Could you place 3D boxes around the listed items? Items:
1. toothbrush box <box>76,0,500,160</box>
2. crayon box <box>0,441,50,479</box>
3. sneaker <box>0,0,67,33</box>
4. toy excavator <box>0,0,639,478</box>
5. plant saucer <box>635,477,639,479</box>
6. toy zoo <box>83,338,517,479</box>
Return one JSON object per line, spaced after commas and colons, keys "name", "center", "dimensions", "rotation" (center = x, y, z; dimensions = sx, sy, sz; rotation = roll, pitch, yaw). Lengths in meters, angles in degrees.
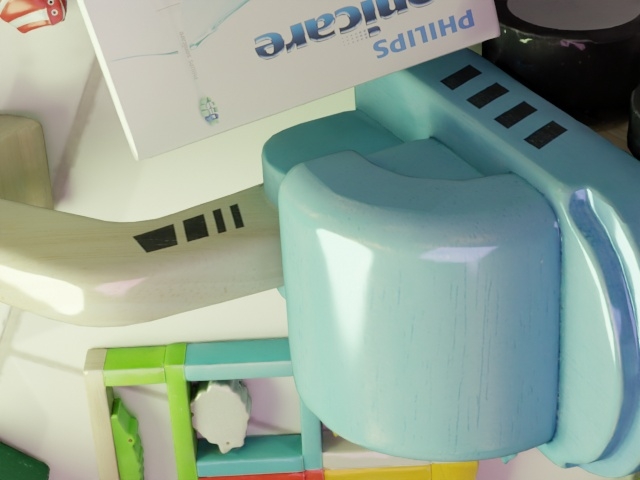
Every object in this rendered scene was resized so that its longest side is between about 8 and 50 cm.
{"name": "toothbrush box", "center": [-0.050, -0.221, 0.906], "dimensions": [0.216, 0.126, 0.295], "rotation": [-20, 119, -4]}
{"name": "crayon box", "center": [-0.275, 0.296, 1.111], "dimensions": [0.083, 0.323, 0.203], "rotation": [30, 116, -17]}
{"name": "sneaker", "center": [-0.157, -0.172, 1.002], "dimensions": [0.067, 0.042, 0.118], "rotation": [39, 118, -19]}
{"name": "toy excavator", "center": [0.000, 0.000, 0.981], "dimensions": [0.445, 0.433, 0.222], "rotation": [-17, 124, -24]}
{"name": "plant saucer", "center": [0.295, 0.235, 1.191], "dimensions": [0.188, 0.045, 0.188], "rotation": [-34, 90, 10]}
{"name": "toy zoo", "center": [-0.009, 0.154, 1.201], "dimensions": [0.293, 0.030, 0.192], "rotation": [-3, 120, 1]}
